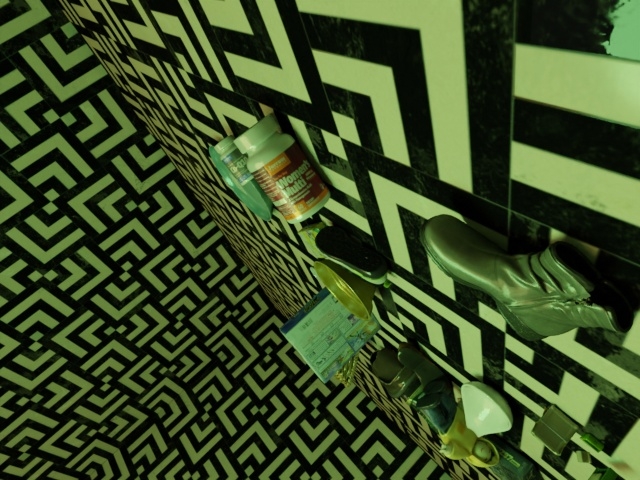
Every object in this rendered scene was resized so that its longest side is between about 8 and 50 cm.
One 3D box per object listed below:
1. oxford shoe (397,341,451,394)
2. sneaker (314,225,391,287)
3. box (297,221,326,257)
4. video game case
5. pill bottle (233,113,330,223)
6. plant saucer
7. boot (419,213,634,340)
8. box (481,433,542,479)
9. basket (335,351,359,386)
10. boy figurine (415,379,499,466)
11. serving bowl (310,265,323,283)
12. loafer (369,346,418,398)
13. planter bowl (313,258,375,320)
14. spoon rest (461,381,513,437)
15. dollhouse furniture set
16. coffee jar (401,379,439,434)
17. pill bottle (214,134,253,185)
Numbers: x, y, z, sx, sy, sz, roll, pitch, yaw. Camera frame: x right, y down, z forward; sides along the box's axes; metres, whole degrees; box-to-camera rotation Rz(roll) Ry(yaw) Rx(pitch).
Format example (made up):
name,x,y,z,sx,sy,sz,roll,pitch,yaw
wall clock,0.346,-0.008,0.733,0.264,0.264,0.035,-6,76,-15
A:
name,x,y,z,sx,sy,sz,roll,pitch,yaw
oxford shoe,0.315,0.381,1.277,0.212,0.076,0.076,47,-165,-8
sneaker,0.076,0.051,1.063,0.235,0.084,0.097,37,162,37
box,0.000,0.000,1.230,0.105,0.043,0.179,52,167,-10
video game case,0.039,0.285,1.381,0.244,0.269,0.061,56,164,-25
pill bottle,-0.084,-0.156,0.932,0.221,0.121,0.121,54,164,-19
plant saucer,-0.263,-0.202,1.460,0.317,0.044,0.317,45,165,16
boot,0.260,0.029,0.553,0.246,0.083,0.161,42,157,4
box,0.577,0.690,1.284,0.232,0.059,0.183,56,163,-27
basket,0.060,0.414,1.747,0.223,0.213,0.299,49,164,-15
boy figurine,0.391,0.543,1.205,0.285,0.177,0.092,51,138,-3
serving bowl,0.000,0.121,1.546,0.083,0.027,0.083,43,164,16
loafer,0.239,0.452,1.491,0.130,0.134,0.366,47,164,4
planter bowl,0.087,0.112,1.169,0.217,0.090,0.217,45,165,16
spoon rest,0.417,0.442,1.080,0.137,0.084,0.276,37,162,36
dollhouse furniture set,0.478,0.395,0.813,0.152,0.076,0.058,41,162,24
coffee jar,0.377,0.581,1.498,0.184,0.096,0.079,40,163,28
pill bottle,-0.245,-0.238,1.254,0.137,0.078,0.078,52,164,-13
